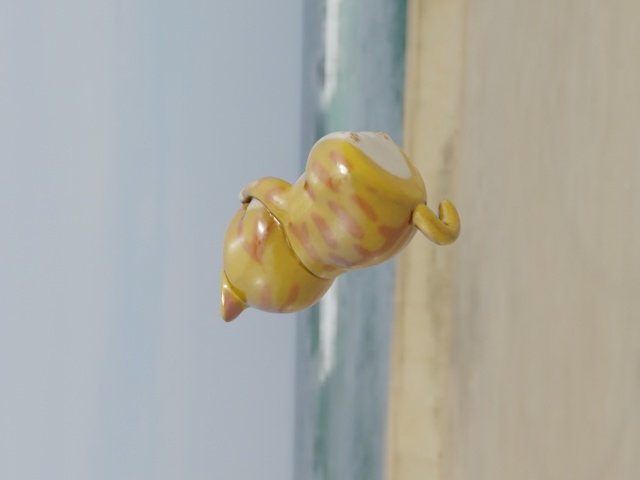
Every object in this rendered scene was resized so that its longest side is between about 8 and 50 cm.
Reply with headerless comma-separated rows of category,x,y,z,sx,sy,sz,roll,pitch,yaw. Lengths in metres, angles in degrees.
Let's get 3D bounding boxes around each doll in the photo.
doll,0.001,-0.020,1.848,0.166,0.269,0.162,0,-113,-57
